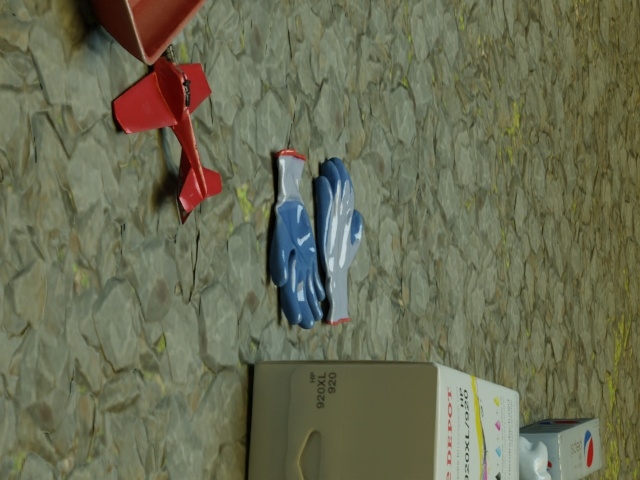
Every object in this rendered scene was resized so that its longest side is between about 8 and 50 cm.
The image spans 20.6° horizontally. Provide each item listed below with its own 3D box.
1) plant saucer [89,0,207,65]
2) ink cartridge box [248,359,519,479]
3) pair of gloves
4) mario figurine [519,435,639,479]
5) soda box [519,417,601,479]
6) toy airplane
[{"bbox_3d":[-0.131,-0.292,1.265,0.259,0.047,0.258,-59,140,-53],"label":"plant saucer"},{"bbox_3d":[0.059,0.199,1.502,0.232,0.168,0.171,25,64,-65],"label":"ink cartridge box"},{"bbox_3d":[0.000,0.000,1.583,0.198,0.023,0.159,6,82,-67],"label":"pair of gloves"},{"bbox_3d":[0.272,0.289,1.816,0.198,0.320,0.170,19,70,-67],"label":"mario figurine"},{"bbox_3d":[0.292,0.264,2.202,0.216,0.074,0.069,-1,87,-68],"label":"soda box"},{"bbox_3d":[-0.106,-0.084,1.321,0.151,0.028,0.151,-3,90,-66],"label":"toy airplane"}]
